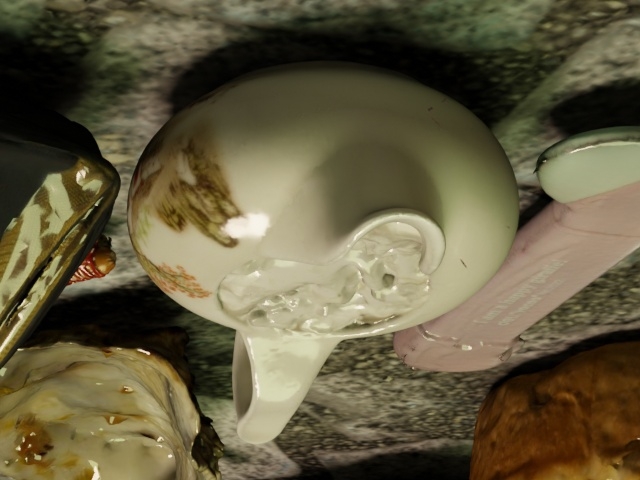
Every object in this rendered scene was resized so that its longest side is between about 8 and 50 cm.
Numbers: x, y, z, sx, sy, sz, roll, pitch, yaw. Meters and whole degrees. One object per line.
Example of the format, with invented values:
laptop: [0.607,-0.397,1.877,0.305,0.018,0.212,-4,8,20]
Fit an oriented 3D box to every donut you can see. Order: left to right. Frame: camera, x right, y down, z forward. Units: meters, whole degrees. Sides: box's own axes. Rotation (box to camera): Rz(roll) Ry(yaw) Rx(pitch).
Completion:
donut: [0.263,0.179,1.429,0.299,0.150,0.317,-10,156,21]

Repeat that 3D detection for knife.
knife: [0.132,0.012,1.175,0.132,0.038,0.398,8,157,-16]

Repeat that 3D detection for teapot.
teapot: [0.000,0.000,1.015,0.204,0.139,0.298,1,156,-11]

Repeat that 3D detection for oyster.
oyster: [-0.162,0.138,1.409,0.204,0.111,0.396,16,157,4]

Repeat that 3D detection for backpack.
backpack: [-0.234,0.018,0.993,0.206,0.133,0.258,16,116,-41]

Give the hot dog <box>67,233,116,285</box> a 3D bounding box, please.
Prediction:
hot dog: [-0.189,0.018,1.172,0.144,0.038,0.062,-12,154,23]
